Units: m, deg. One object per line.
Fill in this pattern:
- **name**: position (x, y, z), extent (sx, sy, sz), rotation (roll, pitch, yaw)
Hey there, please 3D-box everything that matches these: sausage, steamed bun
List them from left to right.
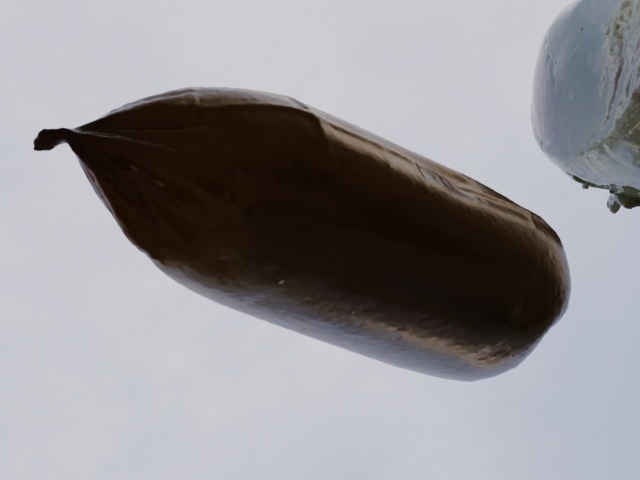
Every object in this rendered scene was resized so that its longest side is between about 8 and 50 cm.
- **sausage**: position (0.002, -0.006, 0.874), extent (0.328, 0.112, 0.112), rotation (21, -115, -41)
- **steamed bun**: position (0.256, -0.100, 1.272), extent (0.170, 0.239, 0.152), rotation (17, -99, -16)
